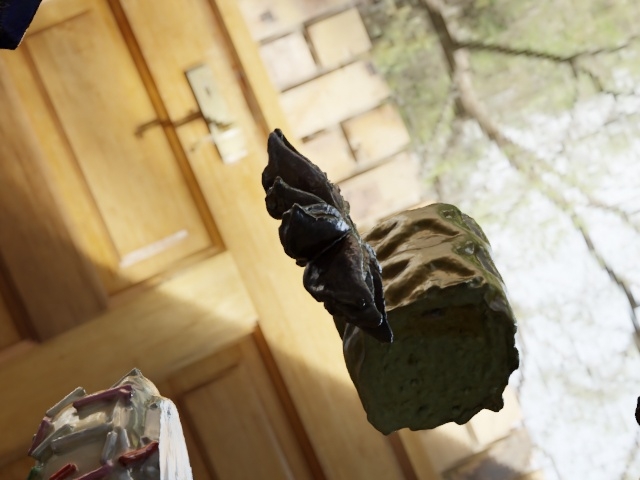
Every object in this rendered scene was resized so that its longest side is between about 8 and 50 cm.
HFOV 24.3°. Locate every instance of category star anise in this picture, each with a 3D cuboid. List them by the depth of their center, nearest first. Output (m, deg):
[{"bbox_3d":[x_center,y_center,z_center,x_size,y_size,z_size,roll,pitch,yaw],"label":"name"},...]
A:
[{"bbox_3d":[0.000,0.000,1.187,0.065,0.195,0.182,-25,175,6],"label":"star anise"}]

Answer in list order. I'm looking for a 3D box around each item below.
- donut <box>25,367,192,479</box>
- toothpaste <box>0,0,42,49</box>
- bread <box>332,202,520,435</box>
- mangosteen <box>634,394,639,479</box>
[{"bbox_3d":[-0.197,0.320,1.452,0.142,0.382,0.382,-7,-172,-1],"label":"donut"},{"bbox_3d":[-0.173,-0.226,0.871,0.076,0.066,0.320,2,151,-29],"label":"toothpaste"},{"bbox_3d":[0.122,0.093,1.768,0.239,0.196,0.252,-23,-152,15],"label":"bread"},{"bbox_3d":[0.410,0.218,1.375,0.288,0.287,0.233,-18,-179,31],"label":"mangosteen"}]
